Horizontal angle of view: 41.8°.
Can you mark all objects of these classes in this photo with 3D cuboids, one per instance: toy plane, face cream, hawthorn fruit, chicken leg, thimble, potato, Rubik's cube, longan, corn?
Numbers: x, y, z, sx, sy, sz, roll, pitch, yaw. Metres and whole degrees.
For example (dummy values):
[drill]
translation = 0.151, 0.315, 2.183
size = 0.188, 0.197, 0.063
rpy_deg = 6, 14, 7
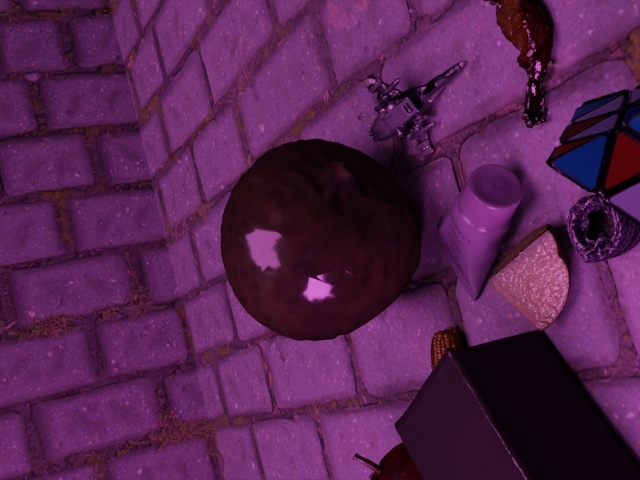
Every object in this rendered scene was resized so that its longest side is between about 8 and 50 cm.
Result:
[toy plane]
translation = 0.168, -0.250, 1.537
size = 0.192, 0.088, 0.262
rpy_deg = 50, 146, -3
[face cream]
translation = 0.266, -0.019, 1.456
size = 0.154, 0.096, 0.274
rpy_deg = 60, 159, 25
[hawthorn fruit]
translation = 0.183, 0.474, 1.606
size = 0.266, 0.210, 0.230
rpy_deg = 32, 154, 7
[chicken leg]
translation = 0.315, -0.301, 1.296
size = 0.106, 0.051, 0.253
rpy_deg = 160, 97, -67
[thimble]
translation = 0.410, -0.023, 1.204
size = 0.095, 0.066, 0.104
rpy_deg = 58, 142, 31
[potato]
translation = 0.361, 0.052, 1.338
size = 0.120, 0.081, 0.149
rpy_deg = 43, 126, 3
[Rubik's cube]
translation = 0.470, -0.129, 1.055
size = 0.250, 0.284, 0.234
rpy_deg = 48, 123, 5
[longan]
translation = 0.000, 0.000, 1.611
size = 0.391, 0.391, 0.391
rpy_deg = 29, 124, 55
[corn]
translation = 0.246, 0.267, 1.590
size = 0.068, 0.068, 0.207
rpy_deg = 4, 102, 60

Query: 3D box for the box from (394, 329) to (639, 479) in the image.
[box]
translation = 0.317, 0.355, 1.343
size = 0.345, 0.204, 0.251
rpy_deg = 61, 146, 33
